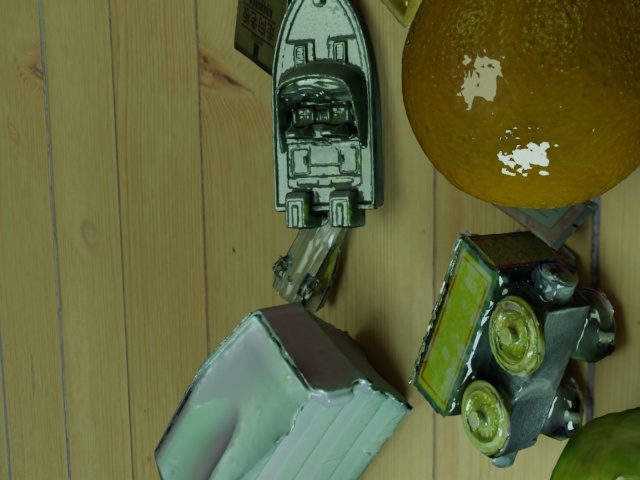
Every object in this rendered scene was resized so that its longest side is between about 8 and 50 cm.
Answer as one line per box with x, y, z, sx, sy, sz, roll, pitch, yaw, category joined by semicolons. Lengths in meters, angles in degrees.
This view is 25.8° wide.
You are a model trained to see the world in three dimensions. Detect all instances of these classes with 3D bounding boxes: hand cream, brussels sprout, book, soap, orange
0.211;-0.058;1.549;0.209;0.067;0.043;37;167;43;hand cream
0.324;0.276;1.391;0.223;0.161;0.223;8;101;45;brussels sprout
-0.065;-0.340;1.820;0.161;0.026;0.231;-135;47;-55;book
-0.064;0.265;1.812;0.156;0.261;0.446;59;140;28;soap
0.208;-0.165;1.342;0.274;0.274;0.274;18;113;49;orange

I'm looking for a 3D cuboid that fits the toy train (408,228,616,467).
0.211;0.116;1.528;0.177;0.134;0.261;50;134;44;toy train

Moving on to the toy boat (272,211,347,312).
0.000;0.000;1.830;0.084;0.066;0.210;40;118;24;toy boat

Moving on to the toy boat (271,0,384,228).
0.004;-0.174;1.734;0.141;0.092;0.320;-1;91;27;toy boat

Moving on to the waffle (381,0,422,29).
0.094;-0.396;1.603;0.248;0.055;0.221;54;138;31;waffle
